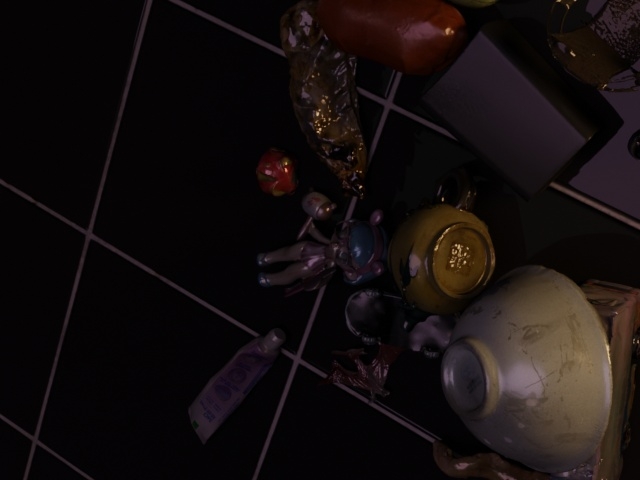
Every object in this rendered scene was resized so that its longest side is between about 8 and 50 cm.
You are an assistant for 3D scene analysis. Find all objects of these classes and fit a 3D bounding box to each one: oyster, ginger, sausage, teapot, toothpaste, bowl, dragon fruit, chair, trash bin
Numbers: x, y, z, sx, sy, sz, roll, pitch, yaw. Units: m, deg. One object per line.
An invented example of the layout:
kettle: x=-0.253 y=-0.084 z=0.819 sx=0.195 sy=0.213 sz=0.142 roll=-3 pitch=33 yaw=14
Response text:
oyster: x=0.013 y=-0.231 z=1.937 sx=0.129 sy=0.079 sz=0.344 roll=-14 pitch=93 yaw=24
ginger: x=0.308 y=0.395 z=1.922 sx=0.288 sy=0.075 sz=0.089 roll=17 pitch=115 yaw=22
sausage: x=0.110 y=-0.337 z=1.813 sx=0.258 sy=0.133 sz=0.133 roll=24 pitch=113 yaw=31
teapot: x=0.176 y=0.015 z=1.861 sx=0.183 sy=0.173 sz=0.269 roll=3 pitch=79 yaw=61
toothpaste: x=-0.156 y=0.260 z=2.167 sx=0.075 sy=0.048 sz=0.301 roll=43 pitch=122 yaw=2
bowl: x=0.264 y=0.194 z=1.722 sx=0.313 sy=0.146 sz=0.313 roll=10 pitch=101 yaw=61
dragon fruit: x=-0.073 y=-0.114 z=2.017 sx=0.056 sy=0.060 sz=0.083 roll=12 pitch=106 yaw=31
chair: x=0.409 y=-0.287 z=1.608 sx=0.174 sy=0.213 sz=0.149 roll=48 pitch=125 yaw=12
trash bin: x=0.288 y=-0.192 z=1.763 sx=0.225 sy=0.115 sz=0.165 roll=46 pitch=119 yaw=8

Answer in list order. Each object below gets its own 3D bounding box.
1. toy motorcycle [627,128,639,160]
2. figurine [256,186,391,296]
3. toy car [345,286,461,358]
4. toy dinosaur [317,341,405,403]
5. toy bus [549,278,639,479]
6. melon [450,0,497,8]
toy motorcycle: x=0.526 y=-0.175 z=1.617 sx=0.152 sy=0.073 sz=0.225 roll=10 pitch=142 yaw=-8
figurine: x=0.007 y=0.010 z=1.993 sx=0.260 sy=0.103 sz=0.205 roll=-15 pitch=58 yaw=34
toy car: x=0.137 y=0.132 z=1.957 sx=0.205 sy=0.056 sz=0.095 roll=11 pitch=106 yaw=29
toy dinosaur: x=0.075 y=0.225 z=2.033 sx=0.220 sy=0.032 sz=0.108 roll=-29 pitch=90 yaw=34
toy bus: x=0.411 y=0.225 z=1.774 sx=0.113 sy=0.138 sz=0.316 roll=10 pitch=105 yaw=29
melon: x=0.202 y=-0.427 z=1.731 sx=0.192 sy=0.139 sz=0.139 roll=49 pitch=121 yaw=7
